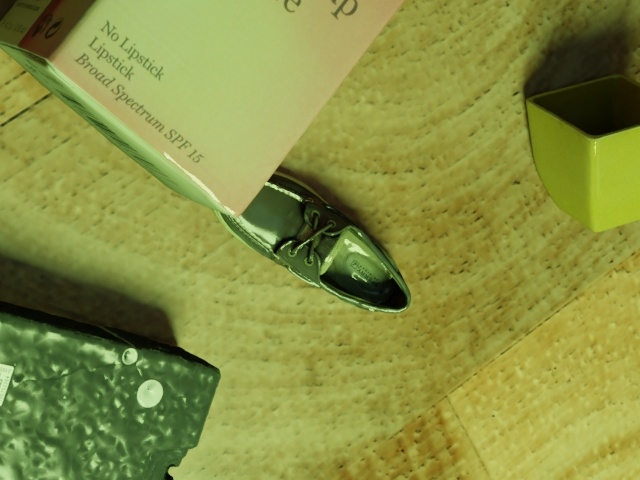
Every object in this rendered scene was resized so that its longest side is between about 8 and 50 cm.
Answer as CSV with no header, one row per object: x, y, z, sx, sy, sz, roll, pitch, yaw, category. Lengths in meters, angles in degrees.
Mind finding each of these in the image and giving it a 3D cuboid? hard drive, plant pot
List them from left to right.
-0.241,0.140,0.926,0.339,0.064,0.237,17,92,-37,hard drive
0.194,-0.055,1.110,0.081,0.081,0.083,-16,120,-22,plant pot

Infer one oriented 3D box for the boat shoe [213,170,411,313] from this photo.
0.000,0.000,1.042,0.152,0.049,0.056,29,89,-28,boat shoe

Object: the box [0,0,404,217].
-0.051,-0.153,0.938,0.148,0.127,0.232,40,83,-27,box
